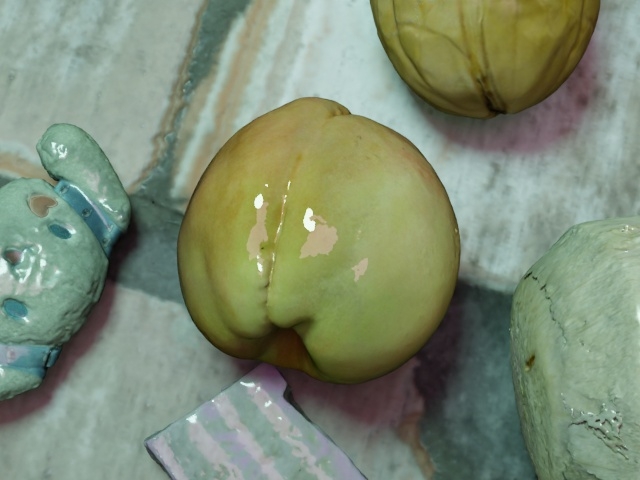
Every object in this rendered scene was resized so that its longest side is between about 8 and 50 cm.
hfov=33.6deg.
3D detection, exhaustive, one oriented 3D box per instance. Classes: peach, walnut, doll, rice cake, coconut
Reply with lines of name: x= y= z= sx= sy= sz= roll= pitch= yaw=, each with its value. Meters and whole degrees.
peach: x=0.000 y=0.000 z=0.673 sx=0.184 sy=0.184 sz=0.184 roll=1 pitch=78 yaw=-3
walnut: x=0.112 y=-0.186 z=0.729 sx=0.159 sy=0.159 sz=0.207 roll=-5 pitch=79 yaw=-4
doll: x=-0.197 y=0.021 z=0.708 sx=0.103 sy=0.071 sz=0.214 roll=29 pitch=69 yaw=-9
rice cake: x=0.015 y=0.214 z=0.687 sx=0.106 sy=0.050 sz=0.298 roll=-38 pitch=82 yaw=-11
coconut: x=0.238 y=0.080 z=0.652 sx=0.234 sy=0.224 sz=0.224 roll=-13 pitch=79 yaw=1
